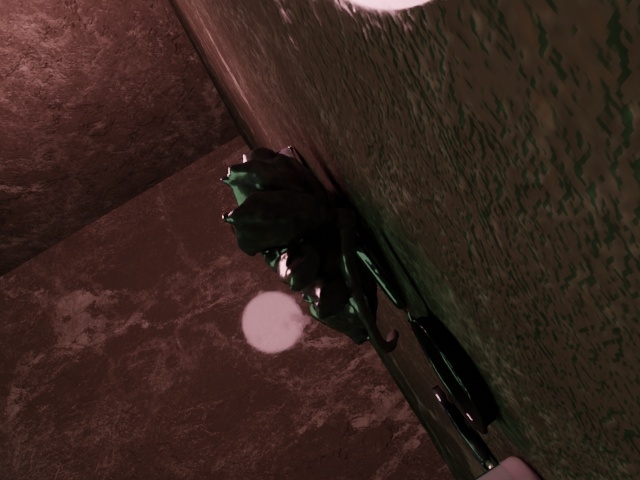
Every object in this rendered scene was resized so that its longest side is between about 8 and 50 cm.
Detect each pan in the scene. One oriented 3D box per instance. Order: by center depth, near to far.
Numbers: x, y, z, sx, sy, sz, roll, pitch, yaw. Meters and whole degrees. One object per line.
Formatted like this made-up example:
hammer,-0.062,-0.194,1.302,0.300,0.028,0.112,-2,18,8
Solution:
pan,0.111,0.097,0.580,0.235,0.028,0.136,55,176,-1

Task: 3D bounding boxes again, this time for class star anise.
star anise,0.000,0.000,0.731,0.315,0.139,0.359,66,-165,20

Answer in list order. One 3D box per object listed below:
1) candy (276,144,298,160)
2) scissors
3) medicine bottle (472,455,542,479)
candy,-0.049,-0.073,0.929,0.160,0.092,0.073,58,-177,-35
scissors,0.243,0.321,0.767,0.109,0.022,0.300,56,178,-37
medicine bottle,0.121,0.343,0.545,0.133,0.274,0.133,58,178,3
